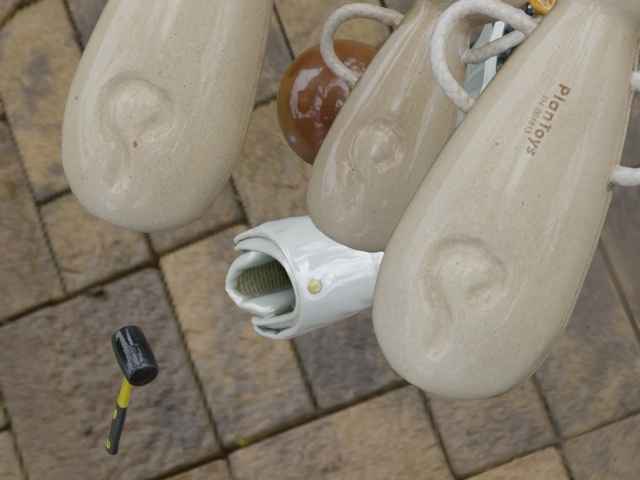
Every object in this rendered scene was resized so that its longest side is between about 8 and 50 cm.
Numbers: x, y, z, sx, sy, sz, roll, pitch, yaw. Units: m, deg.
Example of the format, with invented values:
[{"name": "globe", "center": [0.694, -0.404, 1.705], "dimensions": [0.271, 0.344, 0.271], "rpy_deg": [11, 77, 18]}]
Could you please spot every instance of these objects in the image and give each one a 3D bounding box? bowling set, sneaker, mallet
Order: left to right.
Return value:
[{"name": "mallet", "center": [-0.220, 0.167, 1.448], "dimensions": [0.039, 0.190, 0.062], "rpy_deg": [-8, 56, -27]}, {"name": "bowling set", "center": [-0.014, -0.090, 0.446], "dimensions": [0.287, 0.200, 0.154], "rpy_deg": [25, 109, 8]}, {"name": "sneaker", "center": [0.000, 0.000, 1.018], "dimensions": [0.169, 0.292, 0.108], "rpy_deg": [-15, 97, -12]}, {"name": "sneaker", "center": [0.193, -0.198, 1.446], "dimensions": [0.108, 0.100, 0.271], "rpy_deg": [48, 140, 36]}]
